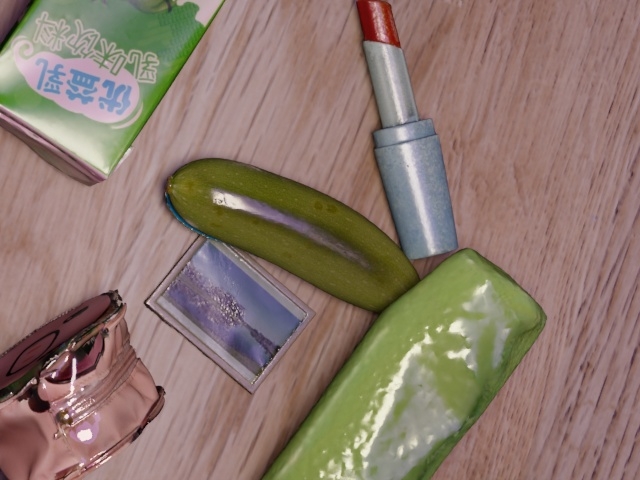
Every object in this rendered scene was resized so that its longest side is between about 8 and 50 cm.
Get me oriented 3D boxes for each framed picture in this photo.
[{"bbox_3d":[-0.091,0.069,1.957,0.149,0.011,0.109,41,77,-13],"label":"framed picture"}]

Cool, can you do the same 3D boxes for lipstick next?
[{"bbox_3d":[0.085,-0.118,1.995,0.068,0.061,0.274,-14,93,-18],"label":"lipstick"}]

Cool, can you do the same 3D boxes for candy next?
[{"bbox_3d":[0.080,0.166,1.925,0.142,0.132,0.343,39,87,9],"label":"candy"}]

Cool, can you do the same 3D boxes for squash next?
[{"bbox_3d":[0.000,0.000,1.949,0.341,0.094,0.094,27,80,-18],"label":"squash"}]

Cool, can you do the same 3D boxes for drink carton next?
[{"bbox_3d":[-0.206,-0.203,1.875,0.161,0.108,0.271,35,79,-12],"label":"drink carton"}]

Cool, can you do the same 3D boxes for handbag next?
[{"bbox_3d":[-0.239,0.147,1.811,0.179,0.205,0.116,-30,100,15],"label":"handbag"}]
